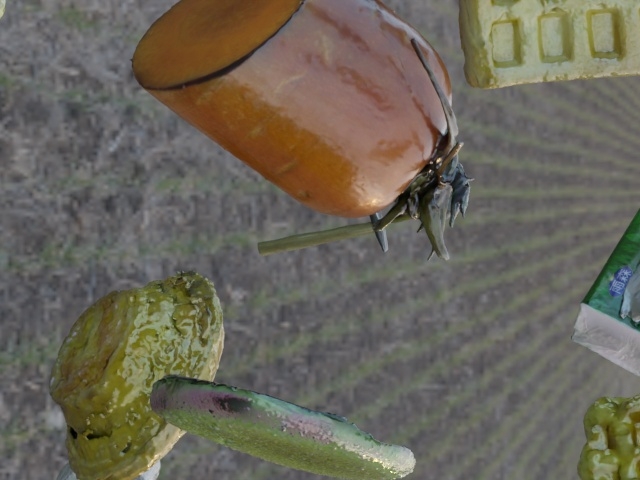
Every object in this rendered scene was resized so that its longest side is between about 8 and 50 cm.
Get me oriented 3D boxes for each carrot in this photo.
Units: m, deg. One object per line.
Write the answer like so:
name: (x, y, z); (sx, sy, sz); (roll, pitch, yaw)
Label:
carrot: (0.019, -0.131, 1.145); (0.331, 0.214, 0.193); (39, 33, -24)

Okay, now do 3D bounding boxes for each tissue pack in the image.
tissue pack: (0.450, 0.055, 1.638); (0.209, 0.148, 0.156); (-52, 160, -28)

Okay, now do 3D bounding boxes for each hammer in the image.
hammer: (0.000, 0.000, 1.652); (0.013, 0.199, 0.062); (-37, 112, -55)

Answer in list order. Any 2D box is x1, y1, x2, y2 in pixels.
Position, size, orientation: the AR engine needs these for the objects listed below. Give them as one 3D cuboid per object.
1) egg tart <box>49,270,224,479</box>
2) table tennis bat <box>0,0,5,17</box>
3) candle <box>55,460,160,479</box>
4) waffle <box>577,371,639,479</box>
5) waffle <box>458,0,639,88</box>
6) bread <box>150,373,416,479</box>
egg tart: (-0.239, 0.157, 1.513); (0.123, 0.294, 0.294); (33, 51, -30)
table tennis bat: (-0.552, -0.366, 1.529); (0.369, 0.054, 0.224); (24, 51, -43)
candle: (-0.306, 0.357, 1.772); (0.068, 0.169, 0.192); (-72, 157, -56)
waffle: (0.334, 0.170, 0.884); (0.312, 0.307, 0.060); (-49, 141, -28)
waffle: (0.298, -0.268, 1.435); (0.057, 0.274, 0.168); (-77, 161, -75)
bread: (-0.035, 0.157, 0.996); (0.228, 0.228, 0.033); (47, 56, -63)
